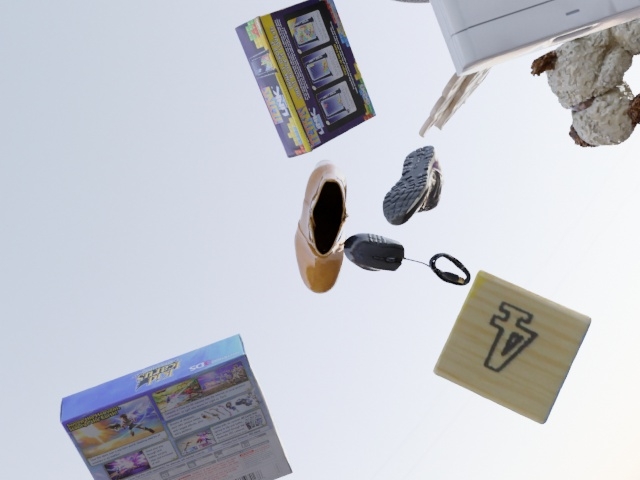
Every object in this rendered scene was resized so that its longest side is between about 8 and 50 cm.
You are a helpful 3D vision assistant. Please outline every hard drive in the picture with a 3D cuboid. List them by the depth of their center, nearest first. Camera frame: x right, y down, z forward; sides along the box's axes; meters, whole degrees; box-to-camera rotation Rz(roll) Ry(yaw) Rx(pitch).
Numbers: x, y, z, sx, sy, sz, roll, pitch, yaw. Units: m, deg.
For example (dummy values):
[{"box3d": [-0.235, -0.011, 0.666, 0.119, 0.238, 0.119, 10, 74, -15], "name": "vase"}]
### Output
[{"box3d": [0.187, -0.366, 0.806, 0.233, 0.353, 0.047, -19, -5, -3], "name": "hard drive"}]

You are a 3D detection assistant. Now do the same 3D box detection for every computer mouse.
[{"box3d": [0.158, 0.041, 1.471, 0.041, 0.242, 0.071, -83, 7, -69], "name": "computer mouse"}]

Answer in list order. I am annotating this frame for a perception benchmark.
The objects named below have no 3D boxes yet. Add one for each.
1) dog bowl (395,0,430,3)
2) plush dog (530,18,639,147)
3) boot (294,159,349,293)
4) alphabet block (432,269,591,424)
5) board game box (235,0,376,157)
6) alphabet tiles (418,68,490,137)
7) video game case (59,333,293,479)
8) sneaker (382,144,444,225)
[{"box3d": [0.159, -0.419, 1.027, 0.265, 0.104, 0.265, -10, -16, -3], "name": "dog bowl"}, {"box3d": [0.538, -0.290, 1.584, 0.211, 0.225, 0.262, -30, 0, -25], "name": "plush dog"}, {"box3d": [0.001, -0.001, 1.542, 0.211, 0.104, 0.295, -91, 4, -70], "name": "boot"}, {"box3d": [0.324, 0.177, 1.383, 0.193, 0.197, 0.192, -66, -14, -1], "name": "alphabet block"}, {"box3d": [-0.014, -0.207, 1.009, 0.141, 0.048, 0.170, -33, -73, -41], "name": "board game box"}, {"box3d": [0.253, -0.278, 1.222, 0.278, 0.021, 0.284, -47, -6, -23], "name": "alphabet tiles"}, {"box3d": [-0.203, 0.286, 1.187, 0.270, 0.061, 0.244, -20, -58, -4], "name": "video game case"}, {"box3d": [0.245, -0.106, 1.957, 0.124, 0.107, 0.283, 59, -140, -26], "name": "sneaker"}]
